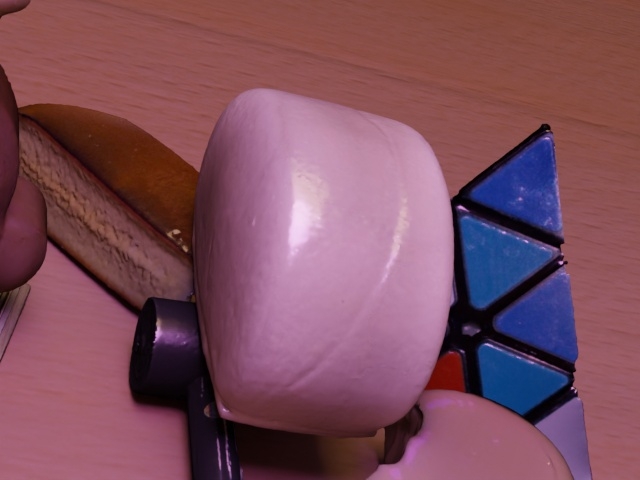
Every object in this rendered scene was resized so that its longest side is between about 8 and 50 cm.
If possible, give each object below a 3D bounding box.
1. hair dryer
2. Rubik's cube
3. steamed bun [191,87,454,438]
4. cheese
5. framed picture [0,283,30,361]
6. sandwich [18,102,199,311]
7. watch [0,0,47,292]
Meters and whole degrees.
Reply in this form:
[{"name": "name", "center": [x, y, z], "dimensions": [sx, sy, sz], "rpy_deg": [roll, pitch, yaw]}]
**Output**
[{"name": "hair dryer", "center": [-0.061, 0.131, 0.842], "dimensions": [0.124, 0.072, 0.219], "rpy_deg": [11, 38, -17]}, {"name": "Rubik's cube", "center": [0.093, 0.058, 1.059], "dimensions": [0.250, 0.284, 0.234], "rpy_deg": [-12, 7, 9]}, {"name": "steamed bun", "center": [0.000, 0.000, 0.842], "dimensions": [0.146, 0.164, 0.242], "rpy_deg": [12, 38, -21]}, {"name": "cheese", "center": [0.070, 0.198, 0.789], "dimensions": [0.163, 0.082, 0.286], "rpy_deg": [29, 32, 15]}, {"name": "framed picture", "center": [-0.350, 0.049, 0.838], "dimensions": [0.273, 0.016, 0.216], "rpy_deg": [16, 30, -9]}, {"name": "sandwich", "center": [-0.159, -0.027, 1.004], "dimensions": [0.258, 0.094, 0.096], "rpy_deg": [38, 39, 25]}, {"name": "watch", "center": [-0.337, -0.154, 0.832], "dimensions": [0.314, 0.335, 0.327], "rpy_deg": [2, 44, -28]}]
